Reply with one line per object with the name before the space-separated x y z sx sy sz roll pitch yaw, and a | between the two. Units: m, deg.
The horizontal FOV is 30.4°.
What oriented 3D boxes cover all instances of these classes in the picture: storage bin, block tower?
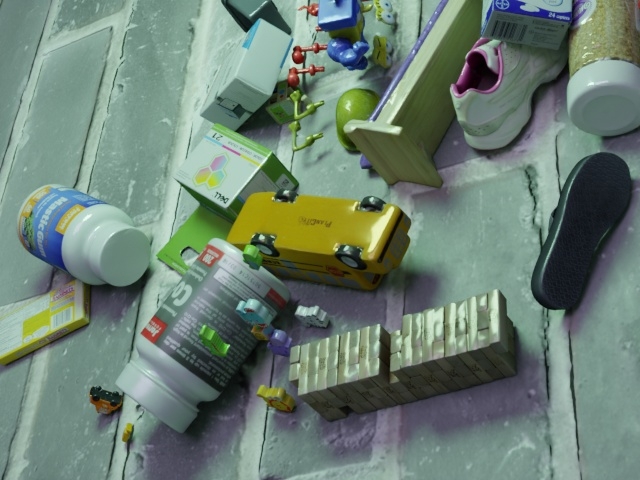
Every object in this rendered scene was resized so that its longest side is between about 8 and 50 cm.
storage bin | -0.115 -0.453 2.334 0.098 0.135 0.091 -43 54 0
block tower | 0.121 0.171 1.685 0.335 0.097 0.091 -19 48 27

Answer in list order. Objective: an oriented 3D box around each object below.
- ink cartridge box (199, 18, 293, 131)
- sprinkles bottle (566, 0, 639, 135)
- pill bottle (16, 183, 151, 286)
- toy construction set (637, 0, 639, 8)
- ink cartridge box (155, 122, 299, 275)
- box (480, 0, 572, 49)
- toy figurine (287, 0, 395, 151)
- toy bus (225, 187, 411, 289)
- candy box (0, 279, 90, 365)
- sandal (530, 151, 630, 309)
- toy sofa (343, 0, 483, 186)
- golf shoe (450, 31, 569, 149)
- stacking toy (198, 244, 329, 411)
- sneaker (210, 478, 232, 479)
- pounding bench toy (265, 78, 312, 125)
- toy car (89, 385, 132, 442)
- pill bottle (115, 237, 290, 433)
ink cartridge box | -0.140 -0.305 2.203 0.190 0.082 0.140 -36 31 60
sprinkles bottle | 0.441 -0.330 1.824 0.121 0.121 0.355 -15 49 27
pill bottle | -0.438 -0.005 2.193 0.272 0.152 0.152 20 71 45
toy construction set | 0.629 -0.448 1.764 0.309 0.237 0.257 -40 70 28
ink cartridge box | -0.191 -0.062 2.096 0.255 0.097 0.188 -51 43 -10
box | 0.322 -0.378 1.835 0.126 0.072 0.137 9 59 -3
toy figurine | 0.014 -0.359 2.059 0.191 0.217 0.363 -2 60 13
toy bus | 0.000 0.000 1.880 0.332 0.130 0.108 7 61 40
candy box | -0.524 0.152 2.224 0.205 0.027 0.105 -26 43 17
sandal | 0.358 -0.021 1.667 0.255 0.097 0.054 -59 18 -18
toy sofa | 0.176 -0.278 1.956 0.177 0.150 0.363 15 67 42
golf shoe | 0.310 -0.293 1.879 0.115 0.140 0.306 12 64 43
stacking toy | -0.080 0.133 1.773 0.052 0.221 0.167 0 53 38
sneaker | -0.186 0.399 1.739 0.262 0.099 0.121 15 57 32
pounding bench toy | -0.053 -0.266 2.188 0.083 0.052 0.065 -18 48 24
toy car | -0.356 0.294 1.969 0.041 0.060 0.122 -66 30 22
pill bottle | -0.190 0.152 1.874 0.161 0.161 0.283 28 78 46
